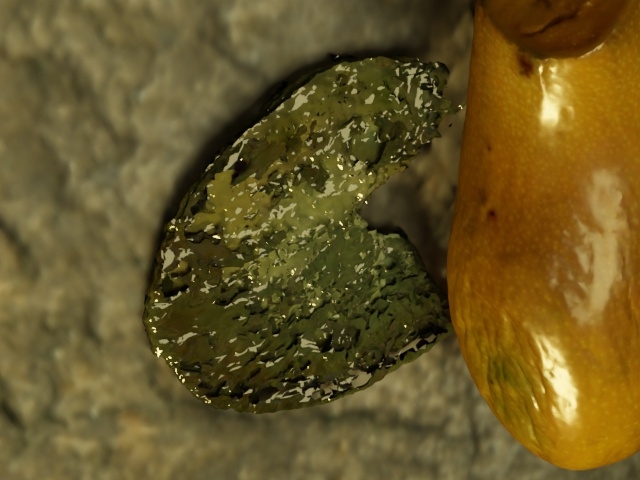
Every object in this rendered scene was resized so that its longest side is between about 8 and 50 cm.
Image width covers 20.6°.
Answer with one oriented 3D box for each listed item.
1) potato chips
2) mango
[{"bbox_3d":[0.002,0.002,0.959,0.202,0.029,0.220,-6,123,-23],"label":"potato chips"},{"bbox_3d":[0.144,-0.027,0.931,0.187,0.144,0.359,-54,148,-49],"label":"mango"}]
